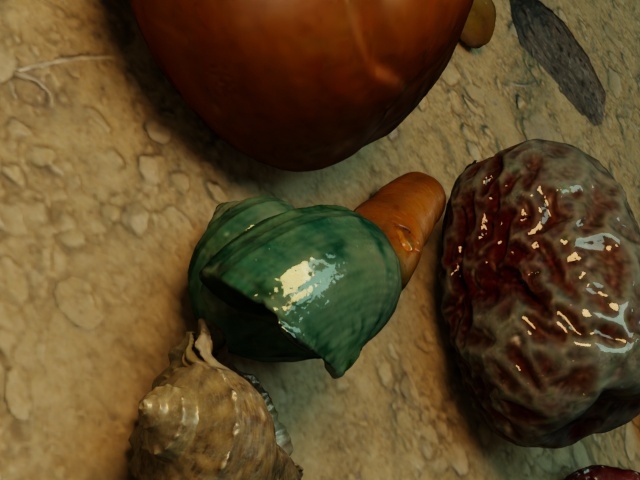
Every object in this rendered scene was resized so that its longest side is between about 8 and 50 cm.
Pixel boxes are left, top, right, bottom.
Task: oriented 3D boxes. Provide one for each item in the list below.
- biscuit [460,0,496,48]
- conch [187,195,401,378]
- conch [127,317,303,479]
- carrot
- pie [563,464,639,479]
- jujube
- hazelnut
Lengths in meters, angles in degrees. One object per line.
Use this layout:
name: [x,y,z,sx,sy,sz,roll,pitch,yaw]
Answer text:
biscuit: [0.135,-0.410,1.432,0.290,0.062,0.237,38,42,-28]
conch: [-0.028,0.027,0.859,0.196,0.202,0.134,46,66,-46]
conch: [-0.064,0.138,0.789,0.207,0.130,0.155,35,55,-49]
carrot: [0.068,-0.011,1.080,0.087,0.087,0.193,50,33,-13]
pie: [0.318,0.300,1.141,0.154,0.036,0.154,9,47,-9]
jujube: [0.231,0.050,1.108,0.226,0.226,0.317,22,46,-39]
hazelnut: [-0.007,-0.242,0.982,0.372,0.315,0.373,-23,116,-57]
